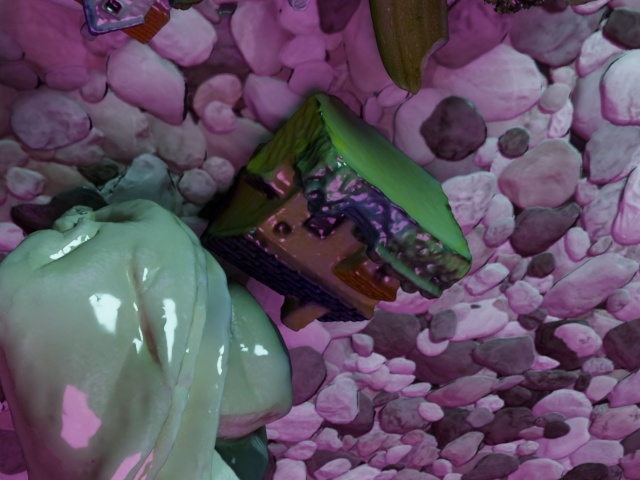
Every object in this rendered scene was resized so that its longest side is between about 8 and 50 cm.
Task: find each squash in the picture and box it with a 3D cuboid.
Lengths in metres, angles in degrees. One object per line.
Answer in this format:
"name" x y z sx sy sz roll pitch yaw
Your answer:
"squash" 0.070 -0.226 0.621 0.069 0.069 0.239 -12 133 1

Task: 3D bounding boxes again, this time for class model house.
"model house" 0.000 0.000 0.729 0.194 0.170 0.211 34 116 -31
"model house" -0.146 -0.200 0.596 0.087 0.101 0.100 32 118 -30

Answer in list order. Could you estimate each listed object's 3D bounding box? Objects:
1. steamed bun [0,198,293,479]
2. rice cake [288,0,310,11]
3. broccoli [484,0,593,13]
"steamed bun" -0.145 0.126 0.710 0.237 0.347 0.394 -8 149 -10
"rice cake" 0.002 -0.250 0.628 0.021 0.022 0.121 14 124 -22
"broccoli" 0.193 -0.253 0.579 0.195 0.156 0.195 -19 158 -8
